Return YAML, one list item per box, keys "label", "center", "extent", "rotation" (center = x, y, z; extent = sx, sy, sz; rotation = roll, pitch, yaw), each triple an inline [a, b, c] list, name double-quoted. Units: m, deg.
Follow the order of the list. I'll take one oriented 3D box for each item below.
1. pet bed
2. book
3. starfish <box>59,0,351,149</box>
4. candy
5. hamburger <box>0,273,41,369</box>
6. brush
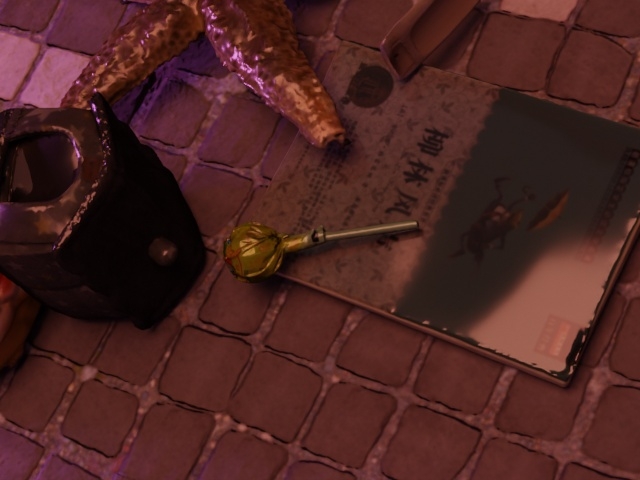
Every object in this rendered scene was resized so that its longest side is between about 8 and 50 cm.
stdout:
- label: "pet bed"
  center: [-0.219, -0.025, 1.587]
  extent: [0.159, 0.211, 0.183]
  rotation: [-2, 63, 22]
- label: "book"
  center: [0.126, -0.036, 1.568]
  extent: [0.379, 0.031, 0.264]
  rotation: [19, 75, 27]
- label: "starfish"
  center: [-0.073, -0.227, 1.680]
  extent: [0.432, 0.082, 0.324]
  rotation: [-4, 52, 19]
- label: "candy"
  center: [0.000, 0.000, 1.560]
  extent: [0.194, 0.058, 0.062]
  rotation: [-10, 58, 8]
- label: "hamburger"
  center: [-0.430, 0.016, 1.635]
  extent: [0.276, 0.237, 0.276]
  rotation: [-9, 61, 17]
- label: "brush"
  center: [0.165, -0.296, 1.644]
  extent: [0.050, 0.060, 0.321]
  rotation: [29, 71, 41]
